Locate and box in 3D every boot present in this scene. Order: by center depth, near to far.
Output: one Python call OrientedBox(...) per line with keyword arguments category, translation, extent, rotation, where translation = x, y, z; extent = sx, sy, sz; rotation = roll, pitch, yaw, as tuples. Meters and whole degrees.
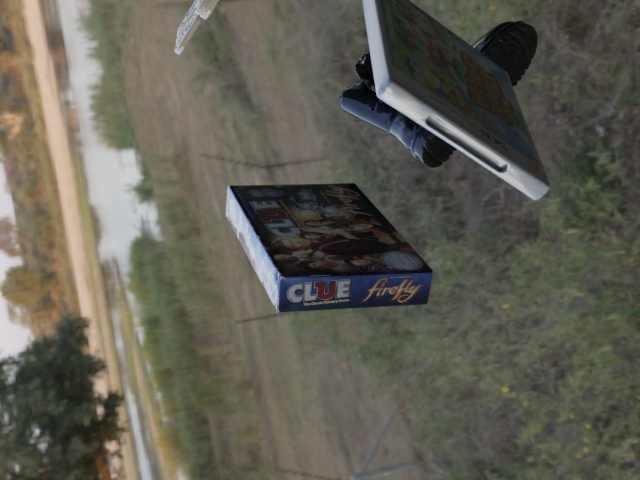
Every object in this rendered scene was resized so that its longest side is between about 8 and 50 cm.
OrientedBox(category="boot", translation=(0.159, -0.245, 1.293), extent=(0.207, 0.246, 0.094), rotation=(44, -174, 39))

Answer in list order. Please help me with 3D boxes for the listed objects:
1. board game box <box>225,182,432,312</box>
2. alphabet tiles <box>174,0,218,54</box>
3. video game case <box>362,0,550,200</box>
OrientedBox(category="board game box", translation=(0.000, 0.000, 1.003), extent=(0.243, 0.165, 0.042), rotation=(-126, 38, -59))
OrientedBox(category="alphabet tiles", translation=(-0.132, -0.395, 1.260), extent=(0.278, 0.021, 0.284), rotation=(-54, 19, 17))
OrientedBox(category="video game case", translation=(0.125, -0.152, 0.866), extent=(0.023, 0.193, 0.212), rotation=(-46, 28, 30))
